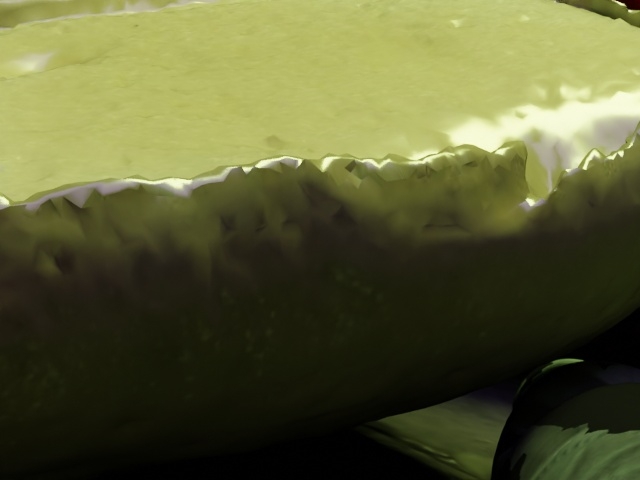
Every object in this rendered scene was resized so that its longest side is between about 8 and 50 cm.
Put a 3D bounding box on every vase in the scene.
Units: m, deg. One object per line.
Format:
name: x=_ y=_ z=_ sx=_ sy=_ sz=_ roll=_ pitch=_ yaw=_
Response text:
vase: x=0.066 y=0.058 z=0.396 sx=0.060 sy=0.060 sz=0.211 roll=12 pitch=7 yaw=-2

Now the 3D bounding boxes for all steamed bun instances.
steamed bun: x=-0.023 y=-0.007 z=0.466 sx=0.231 sy=0.110 sz=0.212 roll=-9 pitch=23 yaw=-25

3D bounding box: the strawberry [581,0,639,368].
strawberry: x=0.072 y=-0.098 z=0.666 sx=0.288 sy=0.238 sz=0.250 roll=41 pitch=8 yaw=12
